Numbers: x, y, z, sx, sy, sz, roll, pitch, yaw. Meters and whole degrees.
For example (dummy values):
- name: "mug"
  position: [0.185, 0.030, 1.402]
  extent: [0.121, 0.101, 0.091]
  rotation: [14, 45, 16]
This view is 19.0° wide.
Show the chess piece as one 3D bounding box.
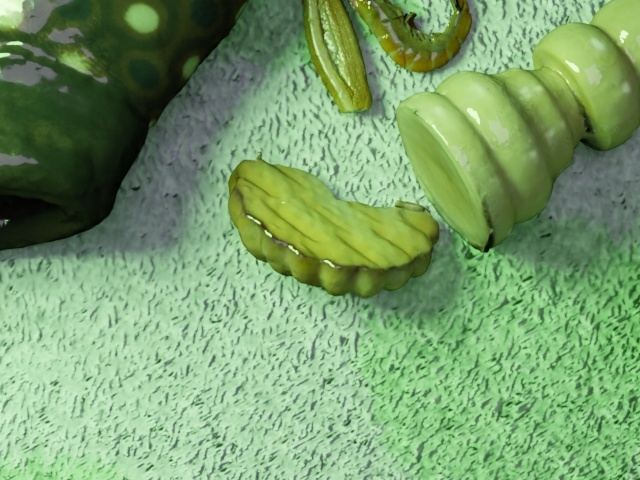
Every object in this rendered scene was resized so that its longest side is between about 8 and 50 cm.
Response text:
- name: "chess piece"
  position: [0.202, -0.114, 1.587]
  extent: [0.261, 0.143, 0.142]
  rotation: [-32, 83, -12]

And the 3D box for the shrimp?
- name: "shrimp"
  position: [0.070, -0.203, 1.639]
  extent: [0.127, 0.025, 0.091]
  rotation: [38, 83, -6]

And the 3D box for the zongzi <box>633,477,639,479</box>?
- name: "zongzi"
  position: [0.237, 0.395, 1.456]
  extent: [0.356, 0.174, 0.393]
  rotation: [-30, 71, -7]

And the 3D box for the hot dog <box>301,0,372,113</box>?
- name: "hot dog"
  position: [0.008, -0.171, 1.635]
  extent: [0.044, 0.028, 0.137]
  rotation: [-15, 83, -29]

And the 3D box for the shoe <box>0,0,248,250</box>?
- name: "shoe"
  position: [-0.212, -0.126, 1.552]
  extent: [0.384, 0.171, 0.237]
  rotation: [-19, 75, -2]

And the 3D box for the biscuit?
- name: "biscuit"
  position: [0.000, 0.000, 1.588]
  extent: [0.183, 0.061, 0.118]
  rotation: [22, 40, 3]
